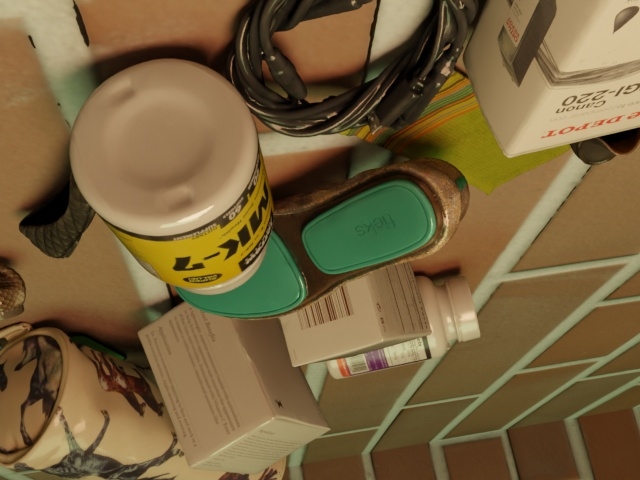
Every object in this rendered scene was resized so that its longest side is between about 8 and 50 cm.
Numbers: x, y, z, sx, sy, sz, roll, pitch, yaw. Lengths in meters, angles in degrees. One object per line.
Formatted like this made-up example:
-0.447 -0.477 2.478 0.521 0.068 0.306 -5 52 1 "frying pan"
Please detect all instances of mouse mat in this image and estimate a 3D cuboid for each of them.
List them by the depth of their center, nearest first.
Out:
-0.373 0.162 1.123 0.189 0.007 0.152 -14 158 5 "mouse mat"

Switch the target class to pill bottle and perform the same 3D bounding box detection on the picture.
-0.096 -0.032 0.614 0.119 0.119 0.208 -10 163 -1 "pill bottle"
0.098 0.104 1.060 0.193 0.108 0.108 -13 158 6 "pill bottle"

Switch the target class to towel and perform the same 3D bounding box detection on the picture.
0.122 -0.089 0.713 0.102 0.021 0.237 -26 154 35 "towel"

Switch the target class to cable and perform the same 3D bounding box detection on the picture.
0.022 -0.132 0.541 0.150 0.047 0.184 7 150 -20 "cable"

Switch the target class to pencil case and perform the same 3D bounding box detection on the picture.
-0.230 0.233 1.079 0.160 0.184 0.410 -38 138 22 "pencil case"

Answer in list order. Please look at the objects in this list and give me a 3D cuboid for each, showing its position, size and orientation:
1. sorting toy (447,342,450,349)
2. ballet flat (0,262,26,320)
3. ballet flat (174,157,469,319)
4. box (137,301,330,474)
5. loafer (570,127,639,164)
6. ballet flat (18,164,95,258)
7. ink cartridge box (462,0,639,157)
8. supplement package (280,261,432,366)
0.144 0.154 1.299 0.083 0.045 0.075 -27 146 37 "sorting toy"
-0.403 0.049 0.776 0.249 0.058 0.084 -3 -167 -5 "ballet flat"
0.000 0.000 0.763 0.316 0.108 0.106 -14 -166 36 "ballet flat"
-0.100 0.170 1.006 0.119 0.181 0.182 -32 154 9 "box"
0.239 -0.096 0.694 0.062 0.061 0.170 -15 159 8 "loafer"
-0.200 -0.033 0.659 0.049 0.057 0.173 23 143 -19 "ballet flat"
0.192 -0.149 0.484 0.158 0.092 0.218 -14 161 -11 "ink cartridge box"
0.037 0.069 0.905 0.105 0.105 0.179 -19 169 19 "supplement package"
